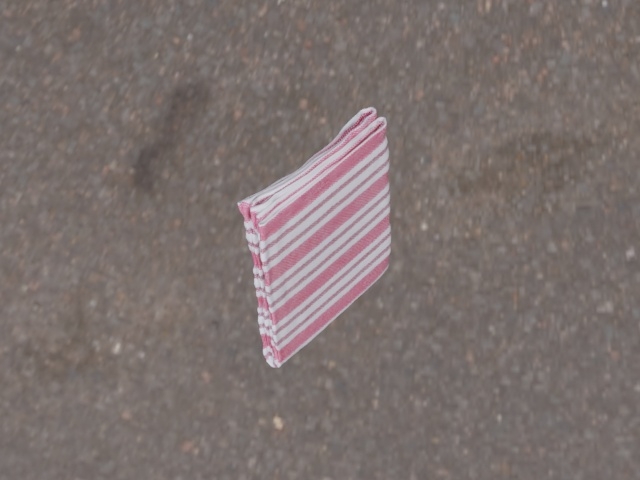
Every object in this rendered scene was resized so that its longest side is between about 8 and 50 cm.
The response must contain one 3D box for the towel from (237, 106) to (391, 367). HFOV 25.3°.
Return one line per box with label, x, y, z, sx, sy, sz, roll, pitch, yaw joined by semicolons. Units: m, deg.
towel;0.000;0.000;1.137;0.029;0.144;0.197;36;150;29
